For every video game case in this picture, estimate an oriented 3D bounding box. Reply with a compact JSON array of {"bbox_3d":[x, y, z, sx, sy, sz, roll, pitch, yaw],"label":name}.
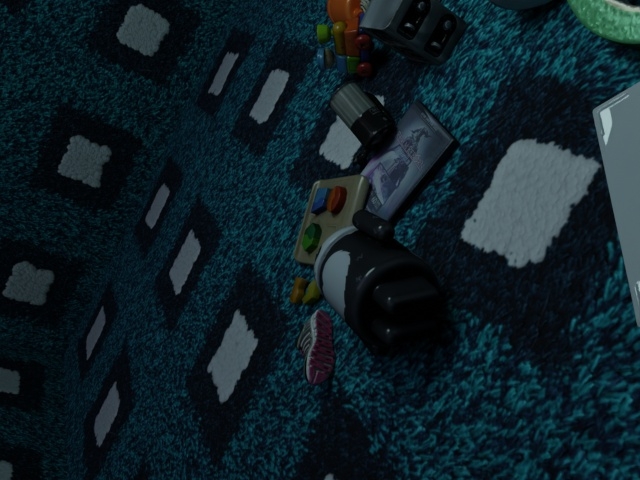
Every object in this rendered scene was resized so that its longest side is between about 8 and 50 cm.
[{"bbox_3d":[0.159,-0.142,1.278,0.274,0.026,0.196,-54,32,22],"label":"video game case"}]

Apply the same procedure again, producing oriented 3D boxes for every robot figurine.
[{"bbox_3d":[0.094,0.078,1.072,0.209,0.173,0.278,-55,31,5],"label":"robot figurine"},{"bbox_3d":[0.094,-0.619,1.619,0.128,0.158,0.219,-31,30,-9],"label":"robot figurine"}]

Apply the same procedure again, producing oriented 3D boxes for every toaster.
[{"bbox_3d":[0.190,-0.471,1.316,0.110,0.168,0.185,-62,30,9],"label":"toaster"}]

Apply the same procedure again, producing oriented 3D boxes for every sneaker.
[{"bbox_3d":[-0.016,0.228,1.259,0.075,0.063,0.170,-40,34,37],"label":"sneaker"}]

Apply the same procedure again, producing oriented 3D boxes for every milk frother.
[{"bbox_3d":[0.079,-0.257,1.366,0.143,0.129,0.135,-44,77,24],"label":"milk frother"}]

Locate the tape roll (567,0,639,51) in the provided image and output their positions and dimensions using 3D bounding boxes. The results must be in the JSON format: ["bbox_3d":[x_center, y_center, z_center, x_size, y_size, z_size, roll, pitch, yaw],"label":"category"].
[{"bbox_3d":[0.479,-0.415,0.804,0.321,0.077,0.321,-4,85,55],"label":"tape roll"}]

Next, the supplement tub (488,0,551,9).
[{"bbox_3d":[0.345,-0.593,1.113,0.207,0.207,0.338,-43,37,35],"label":"supplement tub"}]

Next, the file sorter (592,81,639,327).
[{"bbox_3d":[0.431,-0.043,0.615,0.193,0.173,0.278,-33,43,46],"label":"file sorter"}]

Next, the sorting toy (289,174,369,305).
[{"bbox_3d":[0.000,0.000,1.384,0.229,0.041,0.307,6,79,62],"label":"sorting toy"}]

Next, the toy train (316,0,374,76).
[{"bbox_3d":[0.055,-0.507,1.470,0.248,0.143,0.105,77,-165,-59],"label":"toy train"}]
